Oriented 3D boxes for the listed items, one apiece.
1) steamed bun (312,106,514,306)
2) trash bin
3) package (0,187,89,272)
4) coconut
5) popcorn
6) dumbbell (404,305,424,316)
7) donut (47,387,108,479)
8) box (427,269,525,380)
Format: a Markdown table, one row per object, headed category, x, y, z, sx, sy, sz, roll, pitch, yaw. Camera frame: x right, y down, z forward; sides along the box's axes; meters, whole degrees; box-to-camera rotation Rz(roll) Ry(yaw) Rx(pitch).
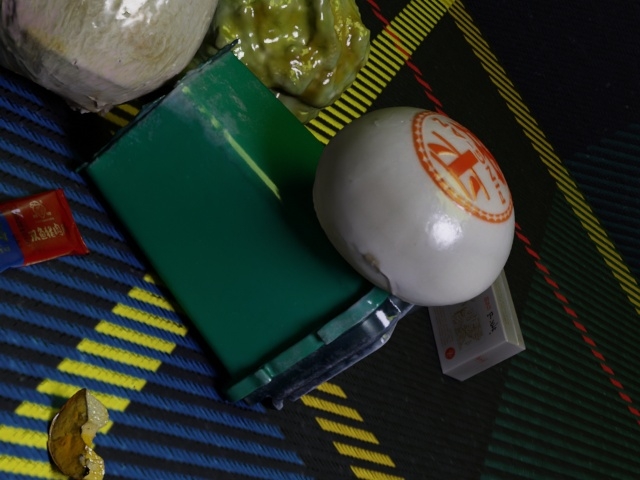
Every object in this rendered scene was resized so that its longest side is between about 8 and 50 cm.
| category | x | y | z | sx | sy | sz | roll | pitch | yaw |
| --- | --- | --- | --- | --- | --- | --- | --- | --- | --- |
| steamed bun | 0.113 | -0.050 | 1.185 | 0.232 | 0.145 | 0.232 | 26 | 36 | -21 |
| trash bin | -0.065 | -0.027 | 1.332 | 0.381 | 0.295 | 0.259 | 50 | 28 | -9 |
| package | -0.311 | -0.007 | 1.156 | 0.083 | 0.022 | 0.200 | 63 | 25 | 3 |
| coconut | -0.259 | -0.282 | 1.239 | 0.297 | 0.254 | 0.297 | 36 | 12 | -9 |
| popcorn | -0.070 | -0.289 | 1.522 | 0.274 | 0.335 | 0.279 | 97 | 1 | -81 |
| dumbbell | 0.130 | -0.028 | 1.772 | 0.179 | 0.179 | 0.406 | 54 | 27 | -15 |
| donut | -0.223 | 0.193 | 1.073 | 0.083 | 0.067 | 0.038 | 39 | -10 | 38 |
| box | 0.254 | 0.118 | 1.892 | 0.058 | 0.141 | 0.201 | 27 | 41 | -41 |
